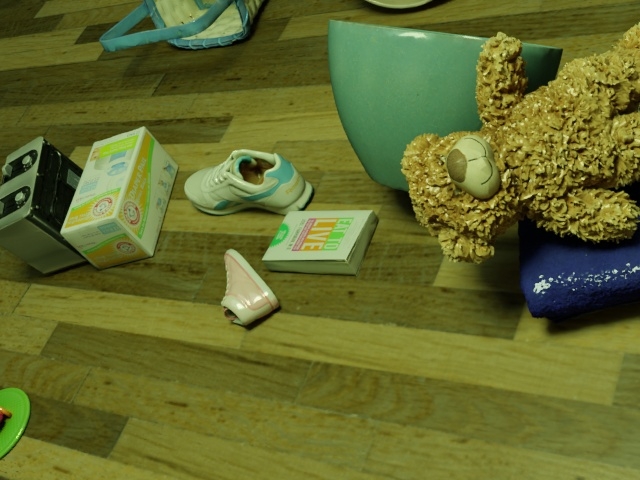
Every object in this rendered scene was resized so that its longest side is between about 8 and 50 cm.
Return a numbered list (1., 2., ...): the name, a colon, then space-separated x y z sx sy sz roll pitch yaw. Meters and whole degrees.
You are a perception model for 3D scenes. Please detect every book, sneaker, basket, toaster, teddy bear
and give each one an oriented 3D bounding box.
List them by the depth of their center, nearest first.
1. teddy bear: 0.252 -0.105 0.932 0.338 0.113 0.245 -6 92 4
2. sneaker: -0.117 0.067 1.233 0.070 0.051 0.134 -37 46 -8
3. book: 0.000 0.000 1.234 0.144 0.035 0.096 0 49 35
4. sneaker: -0.123 -0.095 1.352 0.229 0.092 0.087 1 55 36
5. toaster: -0.446 -0.052 1.479 0.110 0.186 0.168 -18 53 23
6. basket: -0.251 -0.447 1.669 0.255 0.201 0.289 0 44 33

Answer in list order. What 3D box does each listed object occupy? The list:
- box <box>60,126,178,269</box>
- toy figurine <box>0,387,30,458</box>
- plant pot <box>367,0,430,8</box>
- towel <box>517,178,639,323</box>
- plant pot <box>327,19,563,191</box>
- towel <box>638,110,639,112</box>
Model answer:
1. box: -0.323 -0.069 1.453 0.114 0.103 0.203 -13 47 25
2. toy figurine: -0.535 0.229 1.287 0.173 0.159 0.130 10 59 40
3. plant pot: 0.160 -0.568 1.498 0.257 0.256 0.274 -4 36 31
4. towel: 0.373 -0.024 0.979 0.308 0.076 0.227 -15 39 23
5. plant pot: 0.142 -0.165 1.133 0.290 0.290 0.195 21 110 44
6. towel: 0.376 -0.152 1.130 0.060 0.009 0.083 -13 47 25
